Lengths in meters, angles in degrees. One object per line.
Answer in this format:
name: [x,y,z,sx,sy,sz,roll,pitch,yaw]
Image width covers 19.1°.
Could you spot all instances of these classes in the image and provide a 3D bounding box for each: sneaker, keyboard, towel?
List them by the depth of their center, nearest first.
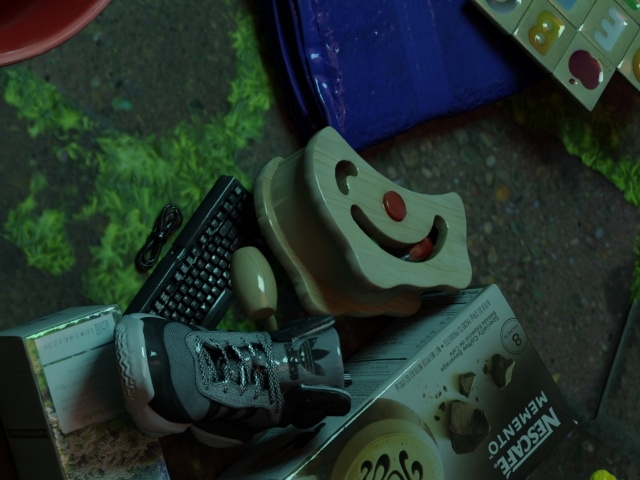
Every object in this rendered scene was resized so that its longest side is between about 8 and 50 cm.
sneaker: [-0.063,0.102,1.558,0.268,0.153,0.101,36,41,-69]
keyboard: [-0.113,0.024,1.677,0.108,0.023,0.180,45,62,-23]
towel: [0.081,-0.221,1.809,0.308,0.076,0.227,-21,104,-34]

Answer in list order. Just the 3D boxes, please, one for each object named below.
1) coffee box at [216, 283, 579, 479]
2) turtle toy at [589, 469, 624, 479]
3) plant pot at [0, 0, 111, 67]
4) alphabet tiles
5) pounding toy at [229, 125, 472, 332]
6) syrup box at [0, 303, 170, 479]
coffee box: [0.075,0.191,1.730,0.297,0.119,0.168,-40,106,-30]
turtle toy: [0.272,0.292,1.888,0.095,0.066,0.130,42,64,-24]
plant pot: [-0.294,-0.257,1.425,0.275,0.243,0.275,-2,94,-25]
alphabet tiles: [0.283,-0.307,1.878,0.285,0.011,0.342,42,65,-20]
pounding toy: [0.000,0.000,1.714,0.269,0.155,0.154,3,65,-50]
syrup box: [-0.192,0.178,1.563,0.093,0.096,0.237,-19,97,-34]
